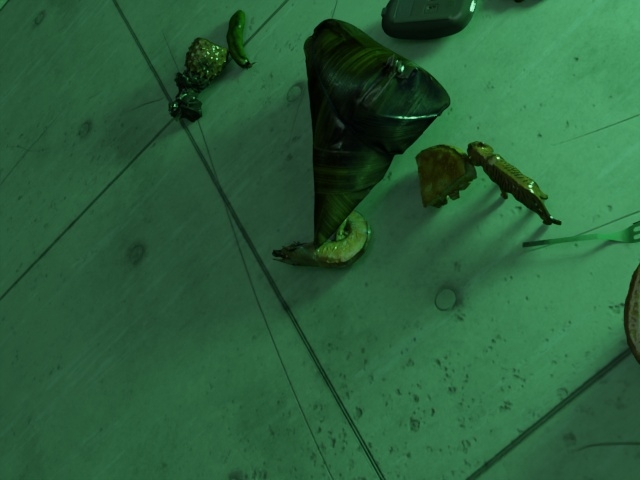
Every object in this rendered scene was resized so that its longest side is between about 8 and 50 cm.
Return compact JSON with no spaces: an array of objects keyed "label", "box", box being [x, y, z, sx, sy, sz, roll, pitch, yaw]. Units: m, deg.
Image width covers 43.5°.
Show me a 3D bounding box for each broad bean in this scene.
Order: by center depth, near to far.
[{"label":"broad bean","box":[-0.221,-0.545,2.189,0.069,0.039,0.227,-16,59,1]}]

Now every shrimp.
[{"label":"shrimp","box":[0.001,0.001,1.749,0.250,0.052,0.144,-4,56,28]}]

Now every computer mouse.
[{"label":"computer mouse","box":[0.246,-0.511,1.806,0.232,0.057,0.120,4,71,36]}]

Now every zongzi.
[{"label":"zongzi","box":[0.023,-0.249,1.770,0.432,0.207,0.403,-56,43,15]}]

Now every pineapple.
[{"label":"pineapple","box":[-0.341,-0.432,2.186,0.237,0.111,0.119,-63,18,6]}]

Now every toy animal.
[{"label":"toy animal","box":[0.357,-0.104,1.490,0.057,0.099,0.241,-48,48,9]}]

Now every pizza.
[{"label":"pizza","box":[0.245,-0.128,1.613,0.134,0.046,0.175,-65,33,15]}]

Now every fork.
[{"label":"fork","box":[0.470,-0.005,1.410,0.235,0.021,0.039,-9,59,36]}]

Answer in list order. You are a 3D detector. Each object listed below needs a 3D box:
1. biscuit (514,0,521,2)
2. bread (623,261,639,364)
[{"label":"biscuit","box":[0.452,-0.562,1.694,0.175,0.026,0.124,-12,61,32]},{"label":"bread","box":[0.566,0.106,1.213,0.190,0.123,0.244,-11,61,35]}]
